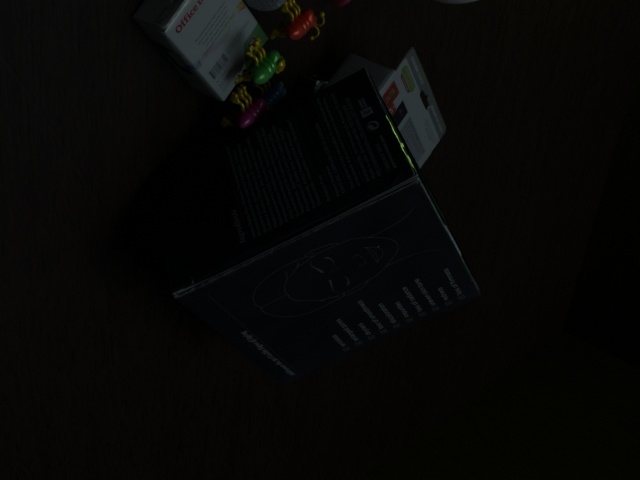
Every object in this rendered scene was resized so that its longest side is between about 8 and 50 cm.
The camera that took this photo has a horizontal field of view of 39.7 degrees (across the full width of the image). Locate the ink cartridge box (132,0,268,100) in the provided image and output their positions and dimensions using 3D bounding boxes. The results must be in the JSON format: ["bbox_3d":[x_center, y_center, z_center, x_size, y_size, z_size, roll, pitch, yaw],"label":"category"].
[{"bbox_3d":[-0.207,-0.374,1.563,0.154,0.093,0.212,-56,148,-10],"label":"ink cartridge box"}]

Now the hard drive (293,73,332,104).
[{"bbox_3d":[0.049,-0.247,2.020,0.339,0.064,0.237,-5,117,-52],"label":"hard drive"}]

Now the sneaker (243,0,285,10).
[{"bbox_3d":[-0.105,-0.599,1.514,0.210,0.137,0.366,-53,136,-37],"label":"sneaker"}]

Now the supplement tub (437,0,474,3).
[{"bbox_3d":[0.281,-0.693,1.856,0.241,0.241,0.331,-50,145,-18],"label":"supplement tub"}]

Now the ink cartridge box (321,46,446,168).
[{"bbox_3d":[0.123,-0.247,1.942,0.272,0.130,0.309,-53,146,-13],"label":"ink cartridge box"}]

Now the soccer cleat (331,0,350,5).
[{"bbox_3d":[0.075,-0.599,1.798,0.095,0.083,0.248,-18,124,-52],"label":"soccer cleat"}]

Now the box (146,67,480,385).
[{"bbox_3d":[0.000,0.000,1.738,0.471,0.297,0.480,-27,145,8],"label":"box"}]

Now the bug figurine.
[{"bbox_3d":[-0.091,-0.310,1.658,0.216,0.072,0.279,-54,176,-41],"label":"bug figurine"}]
